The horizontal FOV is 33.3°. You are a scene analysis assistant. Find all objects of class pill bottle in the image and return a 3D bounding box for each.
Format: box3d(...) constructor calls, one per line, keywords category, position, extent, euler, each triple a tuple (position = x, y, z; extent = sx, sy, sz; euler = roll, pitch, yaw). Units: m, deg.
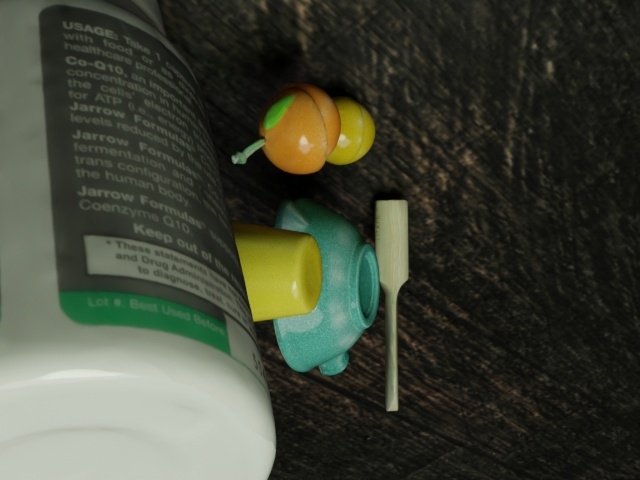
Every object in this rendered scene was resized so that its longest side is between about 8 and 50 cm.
box3d(category="pill bottle", position=(-0.154, -0.012, 0.616), extent=(0.204, 0.361, 0.204), euler=(-9, 140, -8))

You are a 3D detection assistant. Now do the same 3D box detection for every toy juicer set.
box3d(category="toy juicer set", position=(0.000, 0.000, 0.838), extent=(0.090, 0.209, 0.329), euler=(0, 160, 19))
